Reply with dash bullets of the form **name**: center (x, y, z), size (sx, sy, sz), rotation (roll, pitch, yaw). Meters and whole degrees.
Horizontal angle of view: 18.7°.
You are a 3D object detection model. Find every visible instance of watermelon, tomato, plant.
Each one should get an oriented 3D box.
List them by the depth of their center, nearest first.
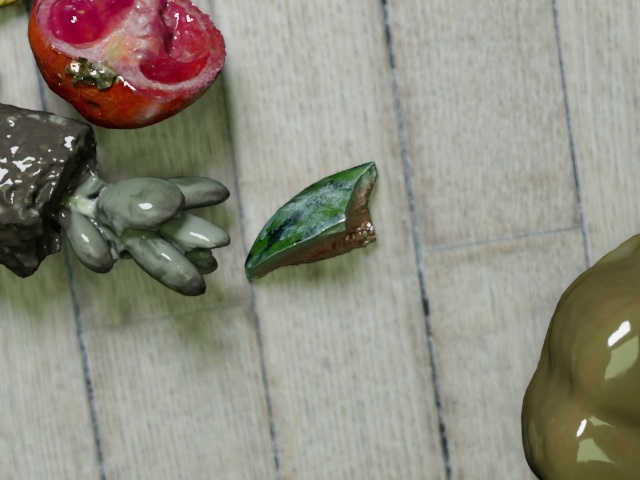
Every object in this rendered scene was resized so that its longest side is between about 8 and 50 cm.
- **tomato**: center (-0.189, -0.170, 1.848), size (0.189, 0.173, 0.099), rotation (27, 129, 5)
- **plant**: center (-0.222, -0.027, 1.852), size (0.274, 0.149, 0.146), rotation (17, 69, -6)
- **watermelon**: center (-0.009, -0.007, 1.915), size (0.155, 0.101, 0.080), rotation (-16, 109, 6)

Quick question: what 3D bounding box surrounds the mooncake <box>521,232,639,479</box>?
- **mooncake**: center (0.389, 0.178, 1.907), size (0.378, 0.201, 0.379), rotation (0, 96, -4)

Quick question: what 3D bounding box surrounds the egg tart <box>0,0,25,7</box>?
- **egg tart**: center (-0.333, -0.352, 1.827), size (0.290, 0.115, 0.290), rotation (-1, 98, -6)
